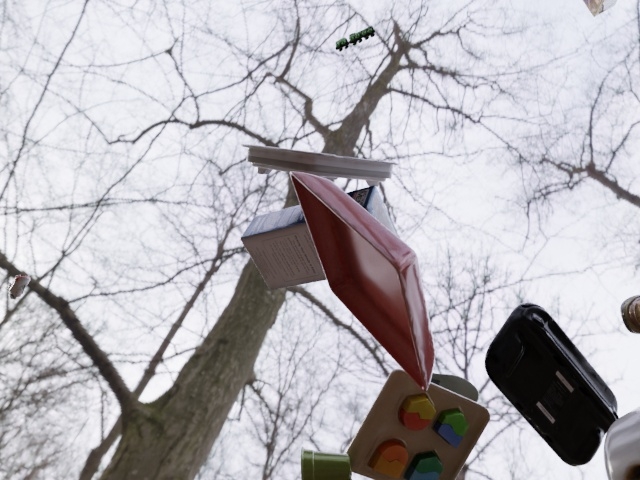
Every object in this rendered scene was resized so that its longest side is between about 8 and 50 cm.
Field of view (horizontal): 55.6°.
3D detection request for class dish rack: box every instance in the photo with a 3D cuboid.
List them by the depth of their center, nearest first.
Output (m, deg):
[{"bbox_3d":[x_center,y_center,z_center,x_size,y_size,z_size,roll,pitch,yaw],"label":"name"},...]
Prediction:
[{"bbox_3d":[-0.002,-0.183,1.503,0.285,0.333,0.072,15,-78,48],"label":"dish rack"}]

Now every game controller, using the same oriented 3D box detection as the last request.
[{"bbox_3d":[0.422,0.264,1.098,0.319,0.166,0.067,47,-12,-16],"label":"game controller"}]

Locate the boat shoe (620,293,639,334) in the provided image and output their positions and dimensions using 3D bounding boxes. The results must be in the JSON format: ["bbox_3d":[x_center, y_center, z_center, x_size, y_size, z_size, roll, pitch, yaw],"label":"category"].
[{"bbox_3d":[0.920,0.156,1.536,0.122,0.324,0.120,68,-19,10],"label":"boat shoe"}]

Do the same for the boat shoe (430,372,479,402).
[{"bbox_3d":[0.374,0.447,1.835,0.227,0.079,0.081,10,-25,33],"label":"boat shoe"}]

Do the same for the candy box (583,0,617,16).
[{"bbox_3d":[0.544,-0.527,1.184,0.053,0.187,0.109,-30,-100,12],"label":"candy box"}]

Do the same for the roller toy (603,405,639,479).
[{"bbox_3d":[0.400,0.251,0.623,0.191,0.209,0.146,35,-52,-5],"label":"roller toy"}]

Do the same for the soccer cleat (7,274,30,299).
[{"bbox_3d":[-0.585,0.091,1.180,0.029,0.035,0.083,7,-25,-45],"label":"soccer cleat"}]

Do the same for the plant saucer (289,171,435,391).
[{"bbox_3d":[0.068,0.045,0.838,0.048,0.259,0.258,-32,-47,-14],"label":"plant saucer"}]

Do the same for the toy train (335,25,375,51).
[{"bbox_3d":[0.064,-0.375,1.127,0.083,0.023,0.017,-17,-40,25],"label":"toy train"}]

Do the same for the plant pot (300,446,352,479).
[{"bbox_3d":[0.011,0.375,0.981,0.079,0.083,0.083,-4,-55,2],"label":"plant pot"}]

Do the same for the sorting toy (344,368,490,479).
[{"bbox_3d":[0.169,0.338,1.032,0.208,0.038,0.193,28,-86,-18],"label":"sorting toy"}]

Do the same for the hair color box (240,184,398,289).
[{"bbox_3d":[0.000,0.000,1.479,0.347,0.105,0.174,-12,-59,27],"label":"hair color box"}]
